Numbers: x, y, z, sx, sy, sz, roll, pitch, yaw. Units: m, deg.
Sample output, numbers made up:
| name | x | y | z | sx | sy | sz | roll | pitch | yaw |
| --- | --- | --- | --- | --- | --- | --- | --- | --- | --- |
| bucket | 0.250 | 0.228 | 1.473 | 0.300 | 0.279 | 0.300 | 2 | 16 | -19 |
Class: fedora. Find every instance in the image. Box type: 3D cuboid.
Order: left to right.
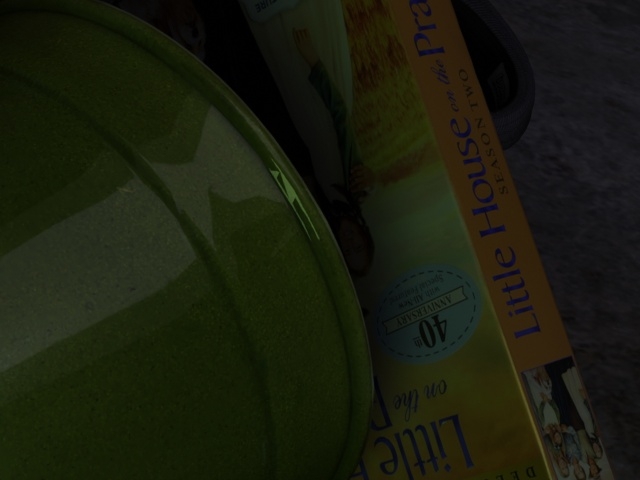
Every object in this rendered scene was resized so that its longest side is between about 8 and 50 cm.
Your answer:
| name | x | y | z | sx | sy | sz | roll | pitch | yaw |
| --- | --- | --- | --- | --- | --- | --- | --- | --- | --- |
| fedora | 0.050 | -0.151 | 1.632 | 0.275 | 0.124 | 0.244 | 46 | 39 | 14 |

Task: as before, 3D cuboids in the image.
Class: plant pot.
| name | x | y | z | sx | sy | sz | roll | pitch | yaw |
| --- | --- | --- | --- | --- | --- | --- | --- | --- | --- |
| plant pot | -0.222 | 0.096 | 1.063 | 0.366 | 0.366 | 0.353 | 49 | 52 | 7 |

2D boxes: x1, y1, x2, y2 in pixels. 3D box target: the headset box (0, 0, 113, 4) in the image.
| name | x | y | z | sx | sy | sz | roll | pitch | yaw |
| --- | --- | --- | --- | --- | --- | --- | --- | --- | --- |
| headset box | -0.209 | -0.187 | 1.463 | 0.218 | 0.110 | 0.293 | 45 | 41 | 1 |

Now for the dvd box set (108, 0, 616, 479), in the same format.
| name | x | y | z | sx | sy | sz | roll | pitch | yaw |
| --- | --- | --- | --- | --- | --- | --- | --- | --- | --- |
| dvd box set | 0.000 | 0.000 | 1.242 | 0.062 | 0.308 | 0.420 | -14 | 84 | -43 |
